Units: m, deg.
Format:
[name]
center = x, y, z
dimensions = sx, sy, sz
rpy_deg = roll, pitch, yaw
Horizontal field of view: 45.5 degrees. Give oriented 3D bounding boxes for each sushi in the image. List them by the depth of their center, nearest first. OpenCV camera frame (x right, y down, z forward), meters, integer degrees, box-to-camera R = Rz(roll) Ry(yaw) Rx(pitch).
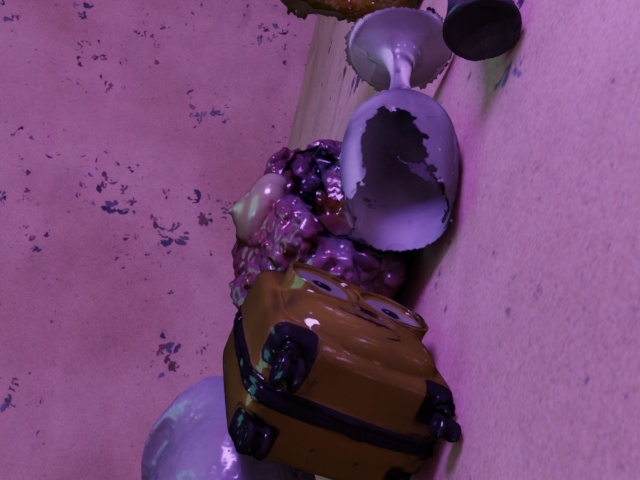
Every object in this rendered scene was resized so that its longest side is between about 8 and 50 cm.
[sushi]
center = 0.000, 0.000, 0.933
dimensions = 0.171, 0.236, 0.270
rpy_deg = -58, 14, 35

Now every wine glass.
[wine glass]
center = 0.092, -0.137, 0.886
dimensions = 0.143, 0.143, 0.321
rpy_deg = 114, 165, -46

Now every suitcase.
[suitcase]
center = 0.013, 0.122, 0.726
dimensions = 0.143, 0.194, 0.235
rpy_deg = -65, 15, 11

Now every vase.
[vase]
center = 0.164, -0.299, 0.827
dimensions = 0.115, 0.115, 0.237
rpy_deg = 115, 163, -48

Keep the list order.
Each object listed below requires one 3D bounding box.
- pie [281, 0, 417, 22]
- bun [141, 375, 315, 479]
[pie]
center = 0.049, -0.495, 1.234
dimensions = 0.103, 0.288, 0.354
rpy_deg = -82, 12, -46
[bun]
center = -0.097, 0.319, 0.822
dimensions = 0.354, 0.194, 0.354
rpy_deg = -10, -90, -88
